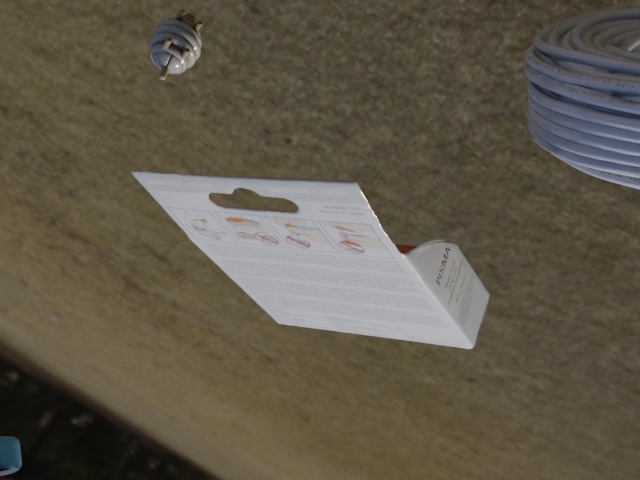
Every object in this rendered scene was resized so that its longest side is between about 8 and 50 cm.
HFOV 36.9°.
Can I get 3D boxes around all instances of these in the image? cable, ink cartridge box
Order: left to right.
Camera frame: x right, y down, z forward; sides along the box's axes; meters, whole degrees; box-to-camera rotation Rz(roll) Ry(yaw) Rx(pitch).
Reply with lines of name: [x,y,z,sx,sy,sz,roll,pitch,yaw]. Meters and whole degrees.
ink cartridge box: [0.000,0.000,1.167,0.308,0.091,0.385,5,151,32]
cable: [0.286,-0.115,0.727,0.257,0.257,0.089,5,117,18]

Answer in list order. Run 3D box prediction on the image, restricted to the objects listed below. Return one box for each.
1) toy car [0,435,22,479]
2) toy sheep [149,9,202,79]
toy car: [-0.374,0.317,1.042,0.210,0.219,0.238,2,159,-39]
toy sheep: [-0.232,-0.312,1.534,0.091,0.132,0.091,18,151,10]
